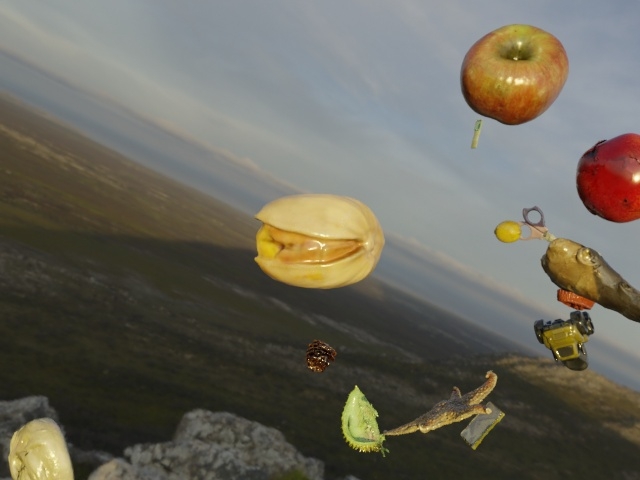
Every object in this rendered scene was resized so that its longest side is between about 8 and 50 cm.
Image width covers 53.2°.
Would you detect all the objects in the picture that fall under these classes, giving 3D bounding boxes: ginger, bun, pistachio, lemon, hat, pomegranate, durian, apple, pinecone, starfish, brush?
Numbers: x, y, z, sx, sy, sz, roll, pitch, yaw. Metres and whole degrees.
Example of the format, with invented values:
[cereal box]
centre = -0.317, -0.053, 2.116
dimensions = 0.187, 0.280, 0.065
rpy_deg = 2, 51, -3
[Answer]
[ginger]
centre = 0.517, 0.081, 1.141
dimensions = 0.294, 0.086, 0.131
rpy_deg = 39, -20, 53
[bun]
centre = -0.658, 0.526, 1.490
dimensions = 0.116, 0.237, 0.210
rpy_deg = -10, 26, -40
[pistachio]
centre = 0.000, 0.000, 1.481
dimensions = 0.308, 0.230, 0.230
rpy_deg = 0, 4, -4
[lemon]
centre = 0.500, -0.023, 1.706
dimensions = 0.062, 0.062, 0.083
rpy_deg = 25, -12, -38
[hat]
centre = 0.707, 0.103, 1.724
dimensions = 0.112, 0.163, 0.093
rpy_deg = 21, -7, -43
[pomegranate]
centre = 0.693, -0.142, 1.455
dimensions = 0.210, 0.210, 0.235
rpy_deg = 27, 27, 24
[durian]
centre = 0.110, 0.476, 1.621
dimensions = 0.086, 0.100, 0.215
rpy_deg = 8, 36, -30
[apple]
centre = 0.535, -0.448, 1.785
dimensions = 0.250, 0.309, 0.278
rpy_deg = 89, -22, -59
[pinecone]
centre = -0.004, 0.292, 1.599
dimensions = 0.077, 0.077, 0.083
rpy_deg = 26, 44, 16
[starfish]
centre = 0.258, 0.346, 1.304
dimensions = 0.231, 0.295, 0.048
rpy_deg = -22, 80, -46
[brush]
centre = 0.387, -0.265, 1.584
dimensions = 0.016, 0.084, 0.013
rpy_deg = -1, -25, 42

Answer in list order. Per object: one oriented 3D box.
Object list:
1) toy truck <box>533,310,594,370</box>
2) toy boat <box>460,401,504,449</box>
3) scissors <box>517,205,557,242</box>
[toy truck]
centre = 0.726, 0.301, 1.870
dimensions = 0.147, 0.165, 0.224
rpy_deg = -20, -18, 25
[toy boat]
centre = 0.396, 0.452, 1.563
dimensions = 0.016, 0.115, 0.063
rpy_deg = 44, -2, -21
[scissors]
centre = 0.655, -0.009, 1.838
dimensions = 0.021, 0.110, 0.212
rpy_deg = -4, 39, -50
